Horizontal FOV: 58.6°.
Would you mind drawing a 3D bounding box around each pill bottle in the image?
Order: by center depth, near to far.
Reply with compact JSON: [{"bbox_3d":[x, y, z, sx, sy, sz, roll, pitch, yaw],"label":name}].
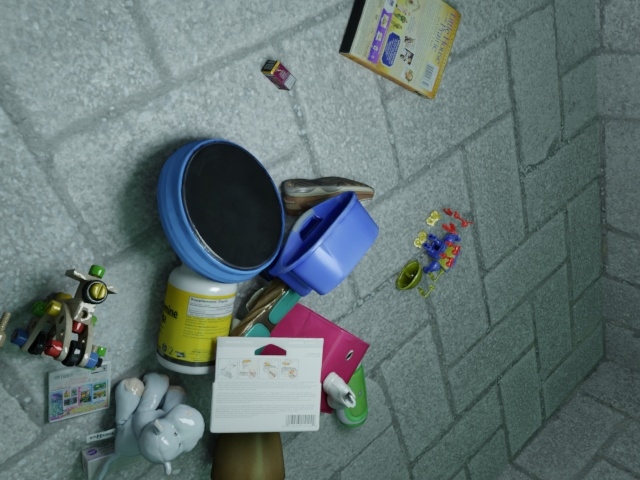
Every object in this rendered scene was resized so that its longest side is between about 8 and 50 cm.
[{"bbox_3d":[-0.336,0.181,1.573,0.188,0.188,0.333,4,103,-40],"label":"pill bottle"}]

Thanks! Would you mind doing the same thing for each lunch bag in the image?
[{"bbox_3d":[-0.160,0.076,1.757,0.065,0.067,0.098,-40,130,-20],"label":"lunch bag"}]

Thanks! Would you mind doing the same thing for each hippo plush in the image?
[{"bbox_3d":[-0.448,0.483,1.521,0.294,0.237,0.234,-20,97,-39],"label":"hippo plush"}]

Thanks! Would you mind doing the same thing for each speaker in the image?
[{"bbox_3d":[0.103,0.541,2.101,0.131,0.131,0.296,-25,120,-30],"label":"speaker"}]

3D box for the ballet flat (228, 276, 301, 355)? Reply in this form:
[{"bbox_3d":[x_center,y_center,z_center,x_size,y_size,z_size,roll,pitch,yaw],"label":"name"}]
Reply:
[{"bbox_3d":[-0.188,0.230,1.679,0.342,0.124,0.116,-53,139,-18],"label":"ballet flat"}]

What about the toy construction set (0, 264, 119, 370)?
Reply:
[{"bbox_3d":[-0.631,0.157,1.344,0.309,0.257,0.237,21,73,-19],"label":"toy construction set"}]

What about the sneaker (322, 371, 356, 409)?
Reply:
[{"bbox_3d":[0.072,0.475,1.715,0.080,0.094,0.212,-52,148,-18],"label":"sneaker"}]

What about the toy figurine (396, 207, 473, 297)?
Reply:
[{"bbox_3d":[0.476,0.082,2.206,0.217,0.191,0.362,35,84,-46],"label":"toy figurine"}]

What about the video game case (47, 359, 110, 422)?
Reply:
[{"bbox_3d":[-0.640,0.398,1.516,0.157,0.019,0.143,-5,109,-39],"label":"video game case"}]

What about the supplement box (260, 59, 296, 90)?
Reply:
[{"bbox_3d":[-0.117,-0.465,1.606,0.083,0.055,0.043,38,81,-42],"label":"supplement box"}]

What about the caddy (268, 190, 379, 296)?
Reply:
[{"bbox_3d":[0.000,0.000,1.607,0.179,0.241,0.341,47,63,-15],"label":"caddy"}]

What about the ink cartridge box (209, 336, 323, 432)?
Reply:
[{"bbox_3d":[-0.146,0.388,1.562,0.297,0.066,0.260,4,91,-13],"label":"ink cartridge box"}]

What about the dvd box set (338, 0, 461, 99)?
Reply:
[{"bbox_3d":[0.269,-0.671,1.841,0.421,0.062,0.307,12,98,-41],"label":"dvd box set"}]

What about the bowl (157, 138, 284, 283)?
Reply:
[{"bbox_3d":[-0.243,-0.083,1.497,0.391,0.077,0.390,24,57,-45],"label":"bowl"}]

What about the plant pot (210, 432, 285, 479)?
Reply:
[{"bbox_3d":[-0.224,0.626,1.819,0.237,0.237,0.254,3,91,-40],"label":"plant pot"}]

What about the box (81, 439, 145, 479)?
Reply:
[{"bbox_3d":[-0.518,0.596,1.656,0.324,0.063,0.067,-9,110,-37],"label":"box"}]

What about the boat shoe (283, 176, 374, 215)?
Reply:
[{"bbox_3d":[0.024,-0.133,1.808,0.325,0.123,0.116,-4,112,-29],"label":"boat shoe"}]

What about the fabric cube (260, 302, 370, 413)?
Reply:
[{"bbox_3d":[-0.043,0.360,1.792,0.258,0.259,0.254,-59,150,-6],"label":"fabric cube"}]
